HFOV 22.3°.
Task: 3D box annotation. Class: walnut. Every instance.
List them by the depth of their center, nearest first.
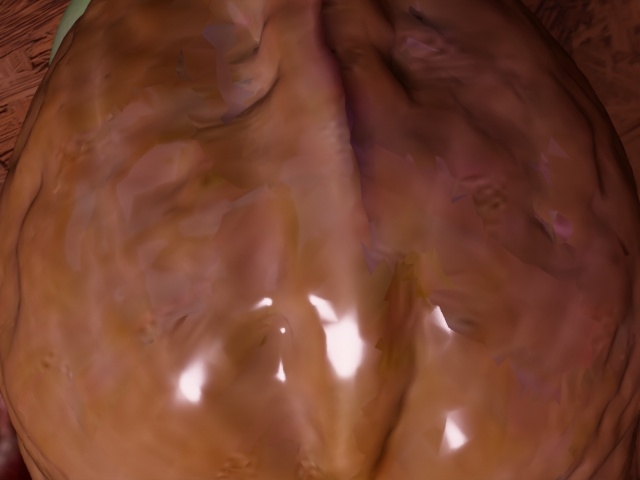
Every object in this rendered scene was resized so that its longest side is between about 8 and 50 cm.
[{"bbox_3d":[0.001,0.002,0.769,0.306,0.306,0.344,-20,51,26],"label":"walnut"}]

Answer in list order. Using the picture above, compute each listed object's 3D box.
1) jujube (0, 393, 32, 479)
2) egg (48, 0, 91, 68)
[{"bbox_3d":[-0.222,0.200,0.955,0.258,0.258,0.377,-18,49,29],"label":"jujube"},{"bbox_3d":[-0.080,-0.119,1.175,0.269,0.220,0.220,5,56,52],"label":"egg"}]
